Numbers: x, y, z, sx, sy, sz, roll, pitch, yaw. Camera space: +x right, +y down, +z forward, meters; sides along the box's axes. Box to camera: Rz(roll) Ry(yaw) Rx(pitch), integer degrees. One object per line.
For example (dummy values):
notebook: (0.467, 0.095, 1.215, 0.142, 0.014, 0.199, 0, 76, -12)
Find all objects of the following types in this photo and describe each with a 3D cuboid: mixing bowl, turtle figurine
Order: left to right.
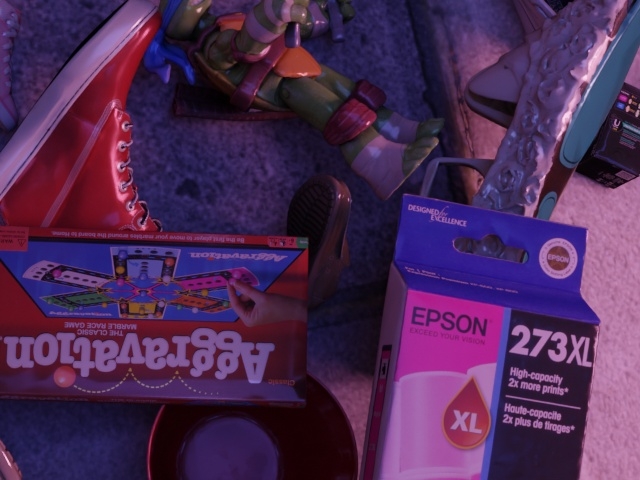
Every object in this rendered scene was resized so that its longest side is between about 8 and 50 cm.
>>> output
mixing bowl: (-0.069, 0.192, 1.425, 0.182, 0.098, 0.181, 3, 79, -16)
turtle figurine: (0.010, -0.184, 1.461, 0.266, 0.198, 0.274, 41, 76, -5)

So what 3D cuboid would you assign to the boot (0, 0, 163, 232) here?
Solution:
boot: (-0.170, -0.074, 1.434, 0.176, 0.088, 0.244, 35, 93, -9)

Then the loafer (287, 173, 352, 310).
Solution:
loafer: (0.000, 0.000, 1.472, 0.050, 0.148, 0.056, -16, 50, -36)

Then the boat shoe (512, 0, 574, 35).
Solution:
boat shoe: (0.208, -0.283, 1.594, 0.095, 0.084, 0.258, -34, 91, -18)

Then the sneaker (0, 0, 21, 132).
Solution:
sneaker: (-0.282, -0.165, 1.450, 0.070, 0.051, 0.134, -29, 85, -13)

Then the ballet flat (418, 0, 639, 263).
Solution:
ballet flat: (0.169, -0.073, 1.496, 0.147, 0.147, 0.408, 24, 89, -11)

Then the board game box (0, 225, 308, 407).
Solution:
board game box: (-0.151, 0.063, 1.374, 0.281, 0.027, 0.145, 2, 73, -5)

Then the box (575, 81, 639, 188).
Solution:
box: (0.285, -0.101, 1.596, 0.052, 0.062, 0.083, 24, 75, -10)

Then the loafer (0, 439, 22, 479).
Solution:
loafer: (-0.362, 0.139, 1.355, 0.268, 0.102, 0.092, 37, 74, 3)

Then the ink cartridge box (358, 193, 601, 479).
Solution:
ink cartridge box: (0.130, 0.153, 1.373, 0.176, 0.069, 0.370, 10, 81, -13)
